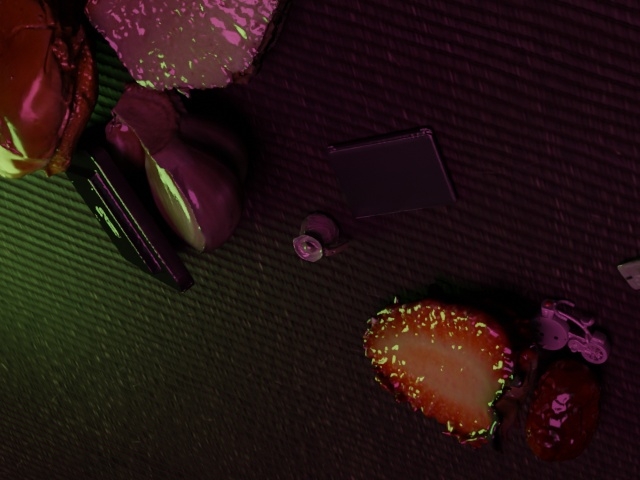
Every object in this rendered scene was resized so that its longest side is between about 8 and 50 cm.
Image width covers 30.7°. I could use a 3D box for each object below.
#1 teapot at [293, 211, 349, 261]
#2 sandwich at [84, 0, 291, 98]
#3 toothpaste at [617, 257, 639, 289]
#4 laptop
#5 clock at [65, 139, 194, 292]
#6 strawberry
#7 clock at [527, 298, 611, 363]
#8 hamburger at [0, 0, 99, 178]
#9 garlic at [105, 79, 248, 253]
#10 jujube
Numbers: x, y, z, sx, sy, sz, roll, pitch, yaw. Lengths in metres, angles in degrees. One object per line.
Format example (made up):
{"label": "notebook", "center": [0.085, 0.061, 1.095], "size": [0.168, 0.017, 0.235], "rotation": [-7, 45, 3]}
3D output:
{"label": "teapot", "center": [0.000, 0.000, 1.837], "size": [0.083, 0.064, 0.064], "rotation": [23, 131, 11]}
{"label": "sandwich", "center": [-0.172, -0.350, 1.630], "size": [0.262, 0.131, 0.325], "rotation": [32, 129, 1]}
{"label": "toothpaste", "center": [0.504, 0.021, 1.616], "size": [0.197, 0.029, 0.048], "rotation": [-28, 107, 42]}
{"label": "laptop", "center": [0.106, -0.099, 1.743], "size": [0.180, 0.016, 0.129], "rotation": [-7, 119, 32]}
{"label": "clock", "center": [-0.327, -0.041, 1.890], "size": [0.279, 0.049, 0.273], "rotation": [58, 164, -18]}
{"label": "strawberry", "center": [0.217, 0.174, 1.832], "size": [0.306, 0.137, 0.233], "rotation": [30, 118, 39]}
{"label": "clock", "center": [0.378, 0.138, 1.758], "size": [0.129, 0.041, 0.087], "rotation": [23, 134, 17]}
{"label": "hamburger", "center": [-0.431, -0.248, 1.739], "size": [0.314, 0.170, 0.290], "rotation": [-53, 49, 45]}
{"label": "garlic", "center": [-0.222, -0.098, 1.781], "size": [0.237, 0.210, 0.292], "rotation": [2, 141, 17]}
{"label": "jujube", "center": [0.378, 0.263, 1.802], "size": [0.109, 0.112, 0.176], "rotation": [17, 125, 16]}
